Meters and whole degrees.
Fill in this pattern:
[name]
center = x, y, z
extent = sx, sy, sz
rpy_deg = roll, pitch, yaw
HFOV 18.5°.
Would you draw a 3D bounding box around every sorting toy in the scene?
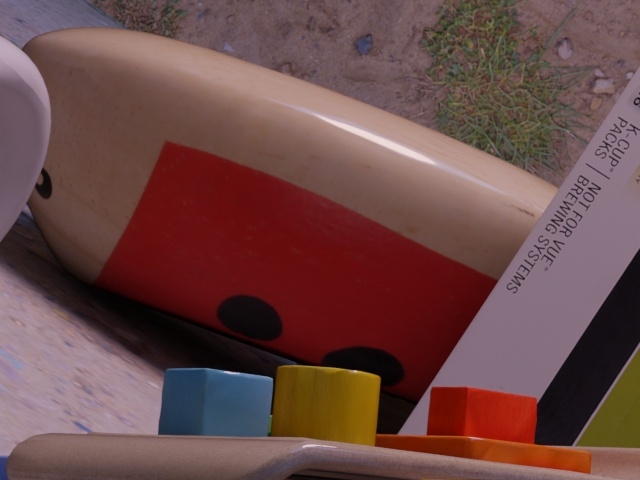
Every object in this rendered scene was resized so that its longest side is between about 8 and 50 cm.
[sorting toy]
center = 0.008, 0.073, 0.734
extent = 0.196, 0.047, 0.348
rpy_deg = 6, -7, -36

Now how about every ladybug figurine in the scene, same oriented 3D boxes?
[ladybug figurine]
center = 0.000, 0.000, 1.291
extent = 0.449, 0.162, 0.305
rpy_deg = 20, -5, -5

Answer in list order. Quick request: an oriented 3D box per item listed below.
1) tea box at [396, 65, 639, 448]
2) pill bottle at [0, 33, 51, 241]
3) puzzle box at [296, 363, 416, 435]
[tea box]
center = 0.263, 0.118, 1.117
extent = 0.220, 0.329, 0.323
rpy_deg = 26, 10, -47
[pill bottle]
center = -0.272, -0.089, 0.952
extent = 0.265, 0.153, 0.153
rpy_deg = 35, 7, 23
[puzzle box]
center = 0.187, 0.182, 1.504
extent = 0.409, 0.052, 0.272
rpy_deg = 33, 6, 10
